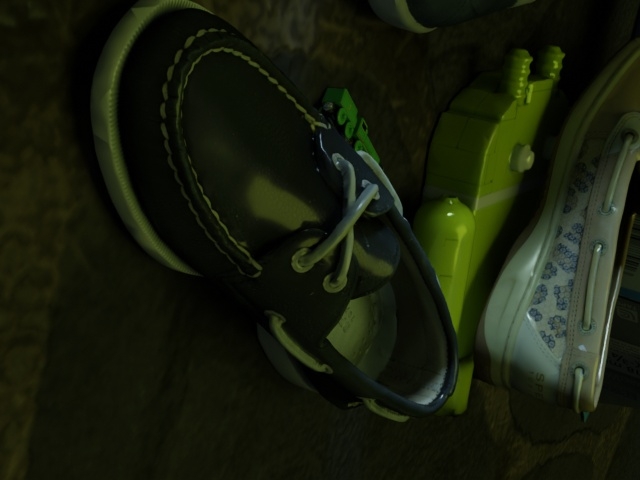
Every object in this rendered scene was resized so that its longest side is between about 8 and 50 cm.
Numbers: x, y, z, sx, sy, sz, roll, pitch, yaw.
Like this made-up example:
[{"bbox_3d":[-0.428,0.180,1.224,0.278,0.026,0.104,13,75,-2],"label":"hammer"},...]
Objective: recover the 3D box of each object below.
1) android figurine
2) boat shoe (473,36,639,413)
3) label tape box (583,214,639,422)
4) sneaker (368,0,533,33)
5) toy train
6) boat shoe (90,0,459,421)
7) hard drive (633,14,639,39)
[{"bbox_3d":[0.132,-0.010,0.718,0.248,0.056,0.273,-16,120,-54],"label":"android figurine"},{"bbox_3d":[0.205,-0.014,0.687,0.285,0.089,0.104,-64,149,-11],"label":"boat shoe"},{"bbox_3d":[0.383,0.056,1.105,0.241,0.106,0.334,-57,146,-24],"label":"label tape box"},{"bbox_3d":[0.160,-0.200,0.571,0.350,0.148,0.131,-34,132,-46],"label":"sneaker"},{"bbox_3d":[0.019,-0.056,0.547,0.083,0.017,0.024,56,47,-53],"label":"toy train"},{"bbox_3d":[0.000,0.000,0.470,0.114,0.091,0.302,-63,148,-16],"label":"boat shoe"},{"bbox_3d":[0.349,-0.222,0.990,0.094,0.022,0.135,1,104,-58],"label":"hard drive"}]
